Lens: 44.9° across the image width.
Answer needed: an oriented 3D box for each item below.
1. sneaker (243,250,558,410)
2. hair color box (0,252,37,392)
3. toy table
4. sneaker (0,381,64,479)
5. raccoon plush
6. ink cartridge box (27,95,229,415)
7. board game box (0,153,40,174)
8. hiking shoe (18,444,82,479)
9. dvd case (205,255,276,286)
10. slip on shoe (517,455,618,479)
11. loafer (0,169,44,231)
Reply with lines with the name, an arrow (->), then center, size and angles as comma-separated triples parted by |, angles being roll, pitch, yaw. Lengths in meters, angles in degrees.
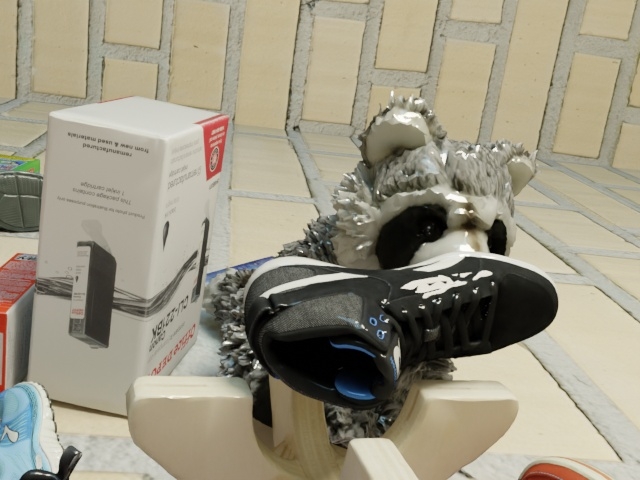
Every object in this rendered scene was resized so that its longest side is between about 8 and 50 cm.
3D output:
sneaker -> 0.060, 0.063, 0.490 | 0.217, 0.079, 0.121 | 0, 20, -5
hair color box -> -0.310, 0.081, 0.777 | 0.053, 0.093, 0.167 | 7, 15, -2
toy table -> -0.005, 0.167, 0.504 | 0.274, 0.160, 0.252 | 0, 18, -30
sneaker -> -0.240, 0.160, 0.593 | 0.073, 0.063, 0.162 | -5, 20, -27
raccoon plush -> 0.000, 0.000, 0.760 | 0.216, 0.299, 0.446 | 11, 9, -43
ink cartridge box -> -0.187, 0.007, 0.774 | 0.114, 0.272, 0.197 | 13, 17, 6
board game box -> -0.706, -0.130, 1.411 | 0.317, 0.046, 0.213 | 7, 17, -2
hiking shoe -> -0.231, 0.184, 0.414 | 0.086, 0.114, 0.227 | 17, 19, 32
dvd case -> -0.023, 0.077, 1.053 | 0.253, 0.022, 0.180 | 17, 18, 31
slip on shoe -> 0.155, 0.235, 0.434 | 0.101, 0.123, 0.331 | 3, 21, -1
loafer -> -0.517, -0.063, 1.191 | 0.268, 0.096, 0.084 | -5, 14, -32
